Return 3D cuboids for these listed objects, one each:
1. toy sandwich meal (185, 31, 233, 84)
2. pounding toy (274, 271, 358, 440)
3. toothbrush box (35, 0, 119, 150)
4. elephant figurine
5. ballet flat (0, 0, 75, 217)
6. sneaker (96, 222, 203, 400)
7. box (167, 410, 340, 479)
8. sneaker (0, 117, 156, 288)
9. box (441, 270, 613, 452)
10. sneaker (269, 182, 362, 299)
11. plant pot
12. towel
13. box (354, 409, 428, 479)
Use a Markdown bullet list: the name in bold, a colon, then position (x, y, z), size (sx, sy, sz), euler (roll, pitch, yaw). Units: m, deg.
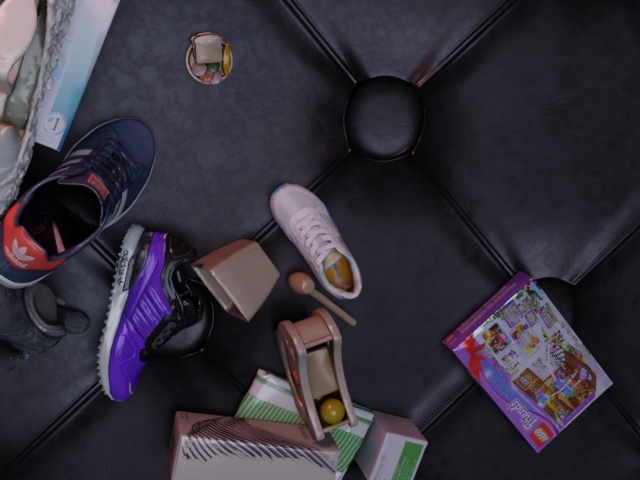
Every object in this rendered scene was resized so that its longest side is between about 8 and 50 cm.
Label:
- **toy sandwich meal**: position (-0.176, -0.290, 1.465), size (0.085, 0.029, 0.086), euler (-3, 103, -15)
- **pounding toy**: position (0.018, 0.184, 1.542), size (0.154, 0.154, 0.270), euler (-19, 97, -16)
- **toothbrush box**: position (-0.428, -0.310, 1.341), size (0.216, 0.126, 0.296), euler (23, 95, -19)
- **elephant figurine**: position (-0.448, 0.114, 1.371), size (0.239, 0.169, 0.186), euler (46, 56, -24)
- **ballet flat**: position (-0.438, -0.201, 1.226), size (0.146, 0.147, 0.409), euler (16, 98, -18)
- **sneaker**: position (-0.266, 0.130, 1.479), size (0.146, 0.102, 0.294), euler (12, 100, 1)
- **box**: position (-0.115, 0.364, 1.555), size (0.275, 0.113, 0.094), euler (9, 100, -16)
- **sneaker**: position (-0.333, -0.072, 1.334), size (0.131, 0.148, 0.350), euler (45, 51, -16)
- **box**: position (0.391, 0.230, 1.726), size (0.201, 0.057, 0.293), euler (-41, 110, -4)
- **sneaker**: position (0.000, 0.000, 1.547), size (0.087, 0.092, 0.229), euler (-37, 108, -3)
- **plant pot**: position (-0.133, 0.056, 1.521), size (0.096, 0.109, 0.109), euler (-41, 110, -16)
- **towel**: position (-0.074, 0.412, 1.653), size (0.247, 0.038, 0.325), euler (23, 97, -18)
- **box**: position (0.126, 0.379, 1.664), size (0.087, 0.102, 0.101), euler (17, 99, -16)
